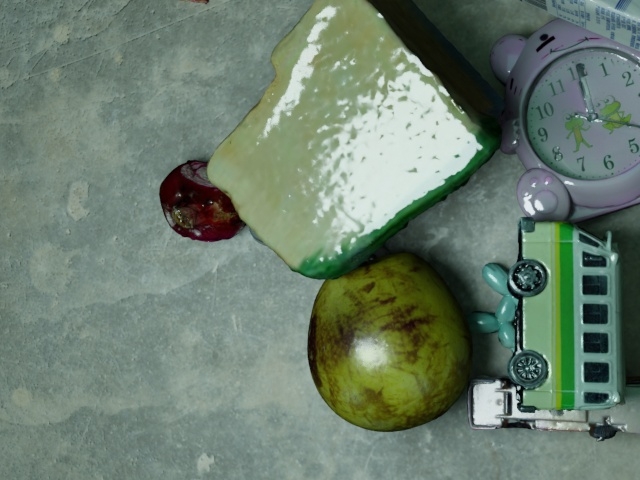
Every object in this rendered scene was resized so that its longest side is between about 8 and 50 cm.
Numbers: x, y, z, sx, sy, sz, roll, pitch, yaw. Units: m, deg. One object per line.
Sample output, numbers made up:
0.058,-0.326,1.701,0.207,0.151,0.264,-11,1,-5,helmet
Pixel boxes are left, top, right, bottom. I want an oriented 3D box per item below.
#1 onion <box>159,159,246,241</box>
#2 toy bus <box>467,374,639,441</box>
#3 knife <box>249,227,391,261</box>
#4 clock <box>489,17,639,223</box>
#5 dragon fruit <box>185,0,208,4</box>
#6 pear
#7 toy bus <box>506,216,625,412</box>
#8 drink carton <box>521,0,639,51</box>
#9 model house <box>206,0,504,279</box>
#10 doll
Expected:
-0.207,-0.050,1.521,0.173,0.198,0.135,11,122,16,onion
0.370,0.252,1.347,0.274,0.112,0.090,-1,89,19,toy bus
-0.001,0.003,1.521,0.266,0.040,0.073,19,83,19,knife
0.418,-0.197,1.347,0.296,0.113,0.322,-19,81,18,clock
-0.291,-0.568,1.575,0.126,0.161,0.274,-3,89,16,dragon fruit
0.102,0.156,1.357,0.284,0.283,0.283,-1,88,19,pear
0.351,0.108,1.253,0.165,0.133,0.276,1,83,10,toy bus
0.442,-0.361,1.247,0.315,0.106,0.130,31,90,22,drink carton
0.069,-0.164,1.367,0.382,0.343,0.334,-43,84,22,model house
0.321,0.102,1.398,0.159,0.059,0.159,29,96,19,doll
